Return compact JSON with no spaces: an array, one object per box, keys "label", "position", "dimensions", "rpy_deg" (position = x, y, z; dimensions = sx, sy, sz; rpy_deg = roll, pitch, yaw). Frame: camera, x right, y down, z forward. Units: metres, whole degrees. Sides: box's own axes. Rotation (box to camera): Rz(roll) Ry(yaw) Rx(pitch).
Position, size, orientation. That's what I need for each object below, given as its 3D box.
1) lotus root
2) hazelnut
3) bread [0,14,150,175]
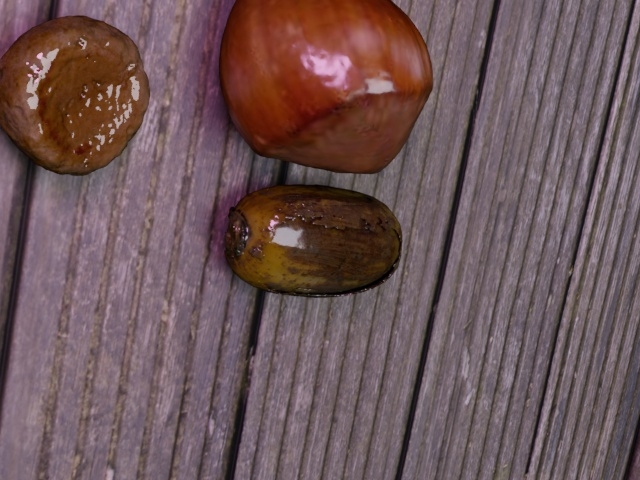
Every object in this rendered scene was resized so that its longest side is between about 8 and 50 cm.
[{"label":"lotus root","position":[0.000,0.000,1.861],"dimensions":[0.397,0.179,0.195],"rpy_deg":[2,120,-40]},{"label":"hazelnut","position":[0.015,-0.275,1.699],"dimensions":[0.372,0.315,0.372],"rpy_deg":[33,48,-46]},{"label":"bread","position":[-0.352,-0.204,1.489],"dimensions":[0.230,0.123,0.230],"rpy_deg":[-22,121,-43]}]
